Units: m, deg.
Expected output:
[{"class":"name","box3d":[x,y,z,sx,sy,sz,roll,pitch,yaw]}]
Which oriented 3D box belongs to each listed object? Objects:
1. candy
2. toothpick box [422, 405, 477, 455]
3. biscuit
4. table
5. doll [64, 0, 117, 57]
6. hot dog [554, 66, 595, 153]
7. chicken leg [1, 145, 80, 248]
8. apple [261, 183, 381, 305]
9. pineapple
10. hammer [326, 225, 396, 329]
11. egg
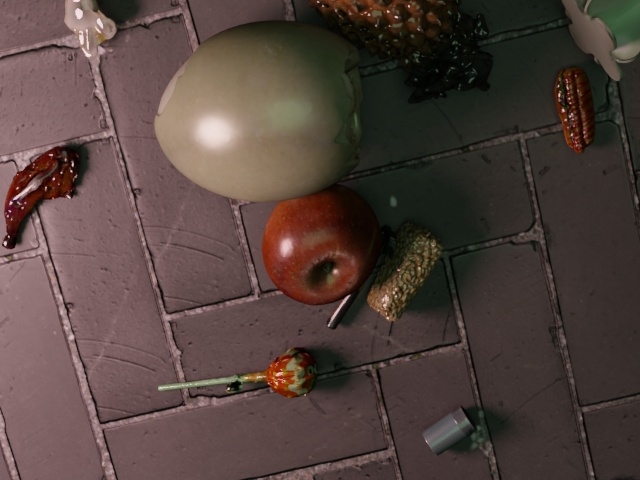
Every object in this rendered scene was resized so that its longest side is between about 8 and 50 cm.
[{"class":"candy","box3d":[-0.144,0.237,1.941,0.287,0.078,0.084,-6,105,10]},{"class":"toothpick box","box3d":[0.226,0.332,1.959,0.083,0.052,0.052,-35,99,8]},{"class":"biscuit","box3d":[0.141,0.053,1.890,0.070,0.082,0.169,26,97,-18]},{"class":"table","box3d":[0.506,-0.375,1.767,0.198,0.166,0.167,-35,100,-1]},{"class":"doll","box3d":[-0.455,-0.480,1.749,0.422,0.161,0.348,15,114,-2]},{"class":"hot dog","box3d":[0.422,-0.215,1.853,0.062,0.038,0.144,-10,102,2]},{"class":"chicken leg","box3d":[-0.480,-0.077,1.882,0.205,0.053,0.093,-37,114,11]},{"class":"apple","box3d":[0.000,0.000,1.835,0.201,0.162,0.201,-9,132,-10]},{"class":"pineapple","box3d":[0.151,-0.340,1.759,0.223,0.223,0.357,-41,110,8]},{"class":"hammer","box3d":[0.069,0.069,1.900,0.021,0.078,0.201,28,107,-16]},{"class":"egg","box3d":[-0.096,-0.198,1.740,0.336,0.278,0.279,-1,102,15]}]
